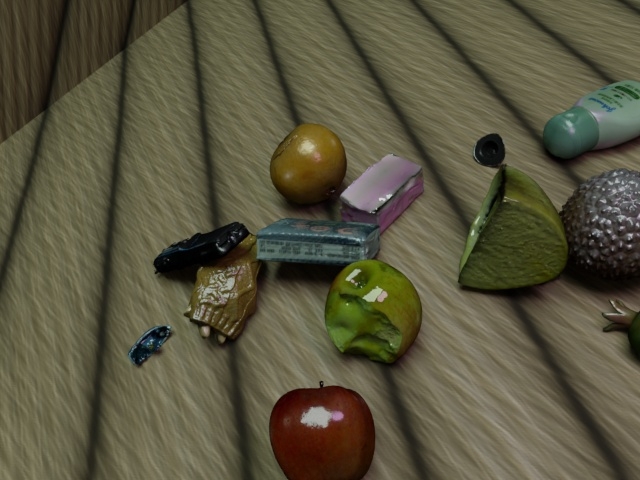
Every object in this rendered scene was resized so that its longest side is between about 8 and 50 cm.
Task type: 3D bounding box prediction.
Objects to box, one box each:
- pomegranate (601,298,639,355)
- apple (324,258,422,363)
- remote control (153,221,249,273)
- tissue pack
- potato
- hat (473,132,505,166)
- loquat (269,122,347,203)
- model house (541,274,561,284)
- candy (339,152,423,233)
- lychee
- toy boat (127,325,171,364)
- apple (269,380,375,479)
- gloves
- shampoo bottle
[{"bbox_3d":[0.751,0.200,1.188,0.152,0.131,0.191,-47,32,-20],"label":"pomegranate"},{"bbox_3d":[0.125,0.171,1.287,0.246,0.226,0.246,-9,45,9],"label":"apple"},{"bbox_3d":[-0.361,0.021,1.520,0.399,0.062,0.144,-15,25,45],"label":"remote control"},{"bbox_3d":[0.000,0.000,1.493,0.316,0.103,0.228,3,11,17],"label":"tissue pack"},{"bbox_3d":[0.518,-0.038,1.352,0.213,0.330,0.280,21,47,8],"label":"potato"},{"bbox_3d":[0.567,-0.295,1.717,0.050,0.121,0.121,4,31,-42],"label":"hat"},{"bbox_3d":[-0.041,-0.247,1.689,0.263,0.263,0.263,-7,47,7],"label":"loquat"},{"bbox_3d":[0.591,0.072,1.389,0.058,0.057,0.083,-31,64,21],"label":"model house"},{"bbox_3d":[0.194,-0.150,1.638,0.155,0.116,0.265,28,60,34],"label":"candy"},{"bbox_3d":[0.735,-0.042,1.299,0.300,0.300,0.300,-7,47,7],"label":"lychee"},{"bbox_3d":[-0.469,0.284,1.439,0.061,0.060,0.137,7,41,44],"label":"toy boat"},{"bbox_3d":[0.008,0.414,1.106,0.234,0.234,0.234,-7,47,7],"label":"apple"},{"bbox_3d":[-0.272,0.122,1.476,0.203,0.155,0.356,-1,51,18],"label":"gloves"},{"bbox_3d":[0.873,-0.375,1.657,0.349,0.151,0.222,-24,49,-8],"label":"shampoo bottle"}]
